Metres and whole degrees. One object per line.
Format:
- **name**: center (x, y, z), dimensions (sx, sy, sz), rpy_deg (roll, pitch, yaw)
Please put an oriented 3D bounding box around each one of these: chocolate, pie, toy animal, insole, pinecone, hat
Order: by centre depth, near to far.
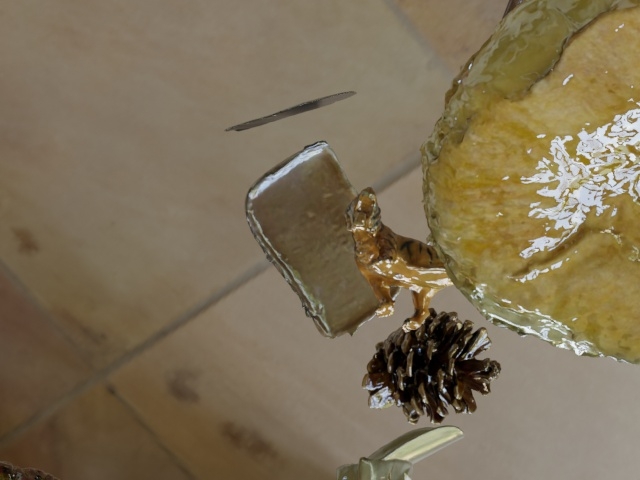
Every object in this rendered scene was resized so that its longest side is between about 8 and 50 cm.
- **pie**: center (0.236, -0.046, 0.963), dimensions (0.340, 0.083, 0.339), rpy_deg (4, 120, 7)
- **toy animal**: center (0.142, 0.036, 1.633), dimensions (0.255, 0.116, 0.114), rpy_deg (15, 136, -15)
- **insole**: center (-0.036, -0.154, 1.652), dimensions (0.188, 0.064, 0.004), rpy_deg (-14, 87, 33)
- **hat**: center (0.114, 0.324, 1.858), dimensions (0.173, 0.144, 0.166), rpy_deg (-2, 170, -9)
- **chocolate**: center (-0.001, -0.001, 1.897), dimensions (0.261, 0.161, 0.083), rpy_deg (60, 172, -16)
- **pinecone**: center (0.180, 0.196, 2.140), dimensions (0.169, 0.185, 0.212), rpy_deg (38, 155, -26)

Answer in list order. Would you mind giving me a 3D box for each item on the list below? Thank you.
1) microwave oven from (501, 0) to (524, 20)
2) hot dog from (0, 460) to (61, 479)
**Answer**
- **microwave oven**: center (0.332, -0.306, 1.511), dimensions (0.178, 0.247, 0.188), rpy_deg (28, 145, 11)
- **hot dog**: center (-0.369, 0.300, 1.548), dimensions (0.270, 0.162, 0.081), rpy_deg (17, 116, -27)
